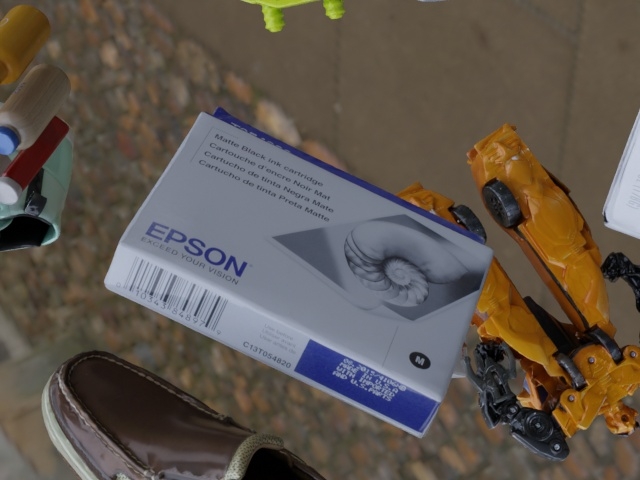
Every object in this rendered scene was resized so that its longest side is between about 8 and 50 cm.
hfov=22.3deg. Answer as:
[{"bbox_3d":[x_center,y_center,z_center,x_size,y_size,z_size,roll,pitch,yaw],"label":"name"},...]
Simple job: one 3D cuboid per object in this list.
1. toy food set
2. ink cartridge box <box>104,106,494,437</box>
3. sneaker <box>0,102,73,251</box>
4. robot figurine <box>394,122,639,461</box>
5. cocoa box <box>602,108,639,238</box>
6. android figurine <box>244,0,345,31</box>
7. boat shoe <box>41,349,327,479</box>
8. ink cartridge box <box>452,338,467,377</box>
[{"bbox_3d":[-0.293,-0.087,1.393,0.111,0.104,0.232,41,131,-14],"label":"toy food set"},{"bbox_3d":[0.000,0.000,1.061,0.223,0.224,0.045,25,127,-1],"label":"ink cartridge box"},{"bbox_3d":[-0.357,-0.067,1.519,0.094,0.256,0.151,121,152,-46],"label":"sneaker"},{"bbox_3d":[0.191,0.052,1.452,0.291,0.211,0.085,57,165,5],"label":"robot figurine"},{"bbox_3d":[0.362,-0.124,1.093,0.228,0.347,0.231,22,117,12],"label":"cocoa box"},{"bbox_3d":[-0.043,-0.344,1.584,0.056,0.248,0.272,-54,-50,-78],"label":"android figurine"},{"bbox_3d":[-0.051,0.139,0.961,0.257,0.095,0.095,36,134,9],"label":"boat shoe"},{"bbox_3d":[0.129,0.114,2.020,0.063,0.150,0.109,-7,79,23],"label":"ink cartridge box"}]
